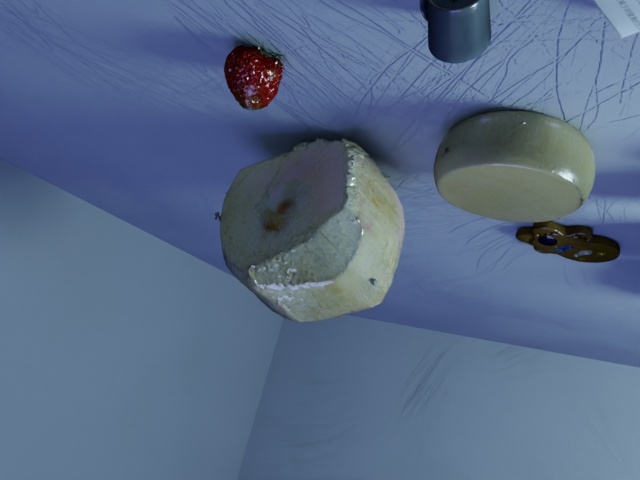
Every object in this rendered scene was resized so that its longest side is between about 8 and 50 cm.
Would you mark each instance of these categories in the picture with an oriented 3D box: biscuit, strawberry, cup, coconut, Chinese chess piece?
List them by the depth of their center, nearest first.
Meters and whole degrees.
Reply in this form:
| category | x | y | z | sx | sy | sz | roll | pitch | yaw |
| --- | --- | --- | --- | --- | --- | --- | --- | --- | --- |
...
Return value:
| category | x | y | z | sx | sy | sz | roll | pitch | yaw |
| --- | --- | --- | --- | --- | --- | --- | --- | --- | --- |
| cup | 0.159 | -0.278 | 0.608 | 0.100 | 0.078 | 0.077 | 42 | 172 | 30 |
| strawberry | -0.115 | -0.271 | 0.833 | 0.106 | 0.106 | 0.106 | 15 | 164 | 4 |
| Chinese chess piece | 0.338 | -0.123 | 0.888 | 0.273 | 0.102 | 0.273 | 14 | 165 | 4 |
| coconut | 0.000 | 0.000 | 1.120 | 0.405 | 0.404 | 0.404 | 15 | 164 | 4 |
| biscuit | 0.601 | 0.009 | 1.203 | 0.236 | 0.039 | 0.180 | 16 | 163 | -6 |

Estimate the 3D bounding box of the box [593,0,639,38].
| category | x | y | z | sx | sy | sz | roll | pitch | yaw |
| --- | --- | --- | --- | --- | --- | --- | --- | --- | --- |
| box | 0.363 | -0.266 | 0.494 | 0.084 | 0.040 | 0.154 | 28 | 159 | -31 |
